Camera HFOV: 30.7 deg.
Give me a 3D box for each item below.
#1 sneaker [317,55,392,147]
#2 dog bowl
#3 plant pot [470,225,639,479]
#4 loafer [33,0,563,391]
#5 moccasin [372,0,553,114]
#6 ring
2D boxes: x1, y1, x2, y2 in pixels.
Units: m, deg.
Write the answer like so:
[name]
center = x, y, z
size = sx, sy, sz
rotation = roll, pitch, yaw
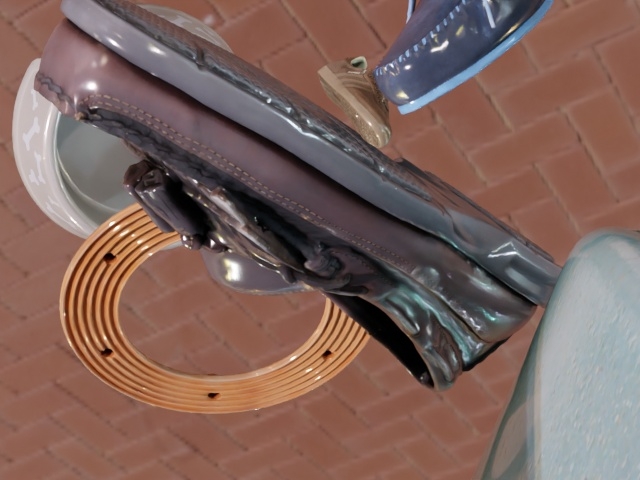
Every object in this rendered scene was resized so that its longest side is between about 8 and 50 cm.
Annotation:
[sneaker]
center = 0.059, -0.191, 1.516
size = 0.071, 0.188, 0.066
rotation = -30, 133, -5
[dog bowl]
center = -0.236, -0.144, 1.592
size = 0.348, 0.102, 0.349
rotation = -9, 112, -24
[plant pot]
center = 0.165, 0.128, 0.423
size = 0.247, 0.252, 0.247
rotation = 15, 111, -11
[loafer]
center = 0.000, 0.000, 0.490
size = 0.302, 0.109, 0.095
rotation = 25, 101, -47
[moccasin]
center = 0.133, -0.239, 0.965
size = 0.137, 0.342, 0.117
rotation = -16, 119, 50
[ring]
center = -0.102, 0.065, 1.228
size = 0.336, 0.032, 0.337
rotation = -5, 133, -5
